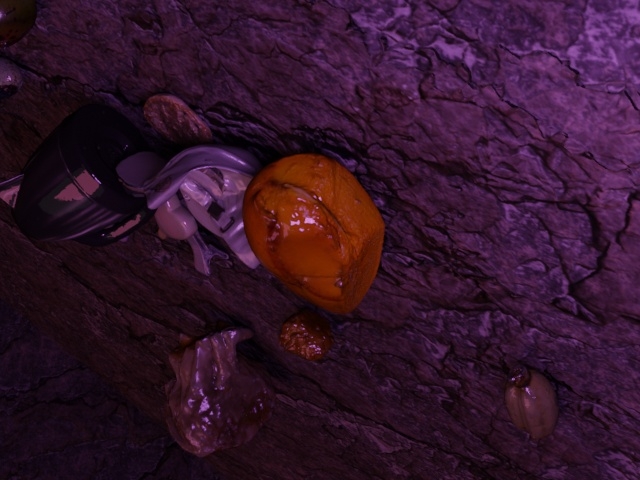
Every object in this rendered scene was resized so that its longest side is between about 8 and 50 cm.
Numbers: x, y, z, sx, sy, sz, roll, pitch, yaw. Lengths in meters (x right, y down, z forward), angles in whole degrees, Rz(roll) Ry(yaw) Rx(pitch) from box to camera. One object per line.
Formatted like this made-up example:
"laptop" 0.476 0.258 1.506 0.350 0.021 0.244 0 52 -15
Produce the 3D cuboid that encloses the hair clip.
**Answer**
"hair clip" -0.282 -0.026 1.956 0.159 0.071 0.218 11 139 47

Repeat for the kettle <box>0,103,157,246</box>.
"kettle" -0.449 -0.098 1.779 0.271 0.251 0.207 -31 84 26

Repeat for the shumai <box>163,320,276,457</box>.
"shumai" -0.239 0.327 2.259 0.267 0.314 0.262 13 132 12

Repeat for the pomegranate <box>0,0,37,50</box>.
"pomegranate" -0.563 -0.400 1.613 0.169 0.148 0.148 45 154 1

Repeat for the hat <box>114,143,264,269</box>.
"hat" -0.198 -0.102 1.652 0.258 0.168 0.301 35 180 -44

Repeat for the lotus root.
"lotus root" 0.352 0.264 1.604 0.090 0.077 0.183 27 154 40

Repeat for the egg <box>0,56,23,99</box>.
"egg" -0.631 -0.318 1.887 0.110 0.085 0.085 7 142 30

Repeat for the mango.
"mango" 0.000 0.000 1.523 0.199 0.201 0.350 57 177 34

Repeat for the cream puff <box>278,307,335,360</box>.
"cream puff" -0.033 0.193 1.941 0.116 0.122 0.094 17 131 -39

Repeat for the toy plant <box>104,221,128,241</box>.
"toy plant" -0.546 -0.074 2.151 0.233 0.112 0.243 7 147 49

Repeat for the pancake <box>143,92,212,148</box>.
"pancake" -0.244 -0.202 1.656 0.140 0.022 0.139 25 151 15
